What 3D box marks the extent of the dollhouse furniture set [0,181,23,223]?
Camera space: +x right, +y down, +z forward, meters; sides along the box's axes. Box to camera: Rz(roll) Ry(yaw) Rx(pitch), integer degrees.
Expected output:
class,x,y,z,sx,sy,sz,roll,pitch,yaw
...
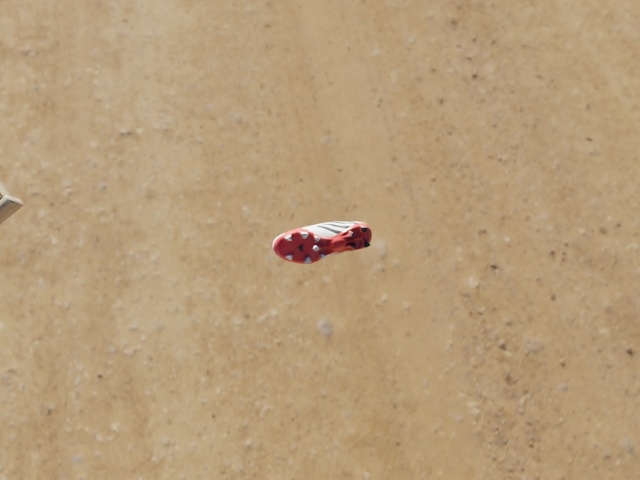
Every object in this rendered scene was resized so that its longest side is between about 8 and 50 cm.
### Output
class,x,y,z,sx,sy,sz,roll,pitch,yaw
dollhouse furniture set,-0.460,-0.078,1.073,0.212,0.242,0.161,-39,85,2

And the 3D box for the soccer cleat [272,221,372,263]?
class,x,y,z,sx,sy,sz,roll,pitch,yaw
soccer cleat,0.000,0.000,0.765,0.083,0.029,0.035,-11,13,-20
